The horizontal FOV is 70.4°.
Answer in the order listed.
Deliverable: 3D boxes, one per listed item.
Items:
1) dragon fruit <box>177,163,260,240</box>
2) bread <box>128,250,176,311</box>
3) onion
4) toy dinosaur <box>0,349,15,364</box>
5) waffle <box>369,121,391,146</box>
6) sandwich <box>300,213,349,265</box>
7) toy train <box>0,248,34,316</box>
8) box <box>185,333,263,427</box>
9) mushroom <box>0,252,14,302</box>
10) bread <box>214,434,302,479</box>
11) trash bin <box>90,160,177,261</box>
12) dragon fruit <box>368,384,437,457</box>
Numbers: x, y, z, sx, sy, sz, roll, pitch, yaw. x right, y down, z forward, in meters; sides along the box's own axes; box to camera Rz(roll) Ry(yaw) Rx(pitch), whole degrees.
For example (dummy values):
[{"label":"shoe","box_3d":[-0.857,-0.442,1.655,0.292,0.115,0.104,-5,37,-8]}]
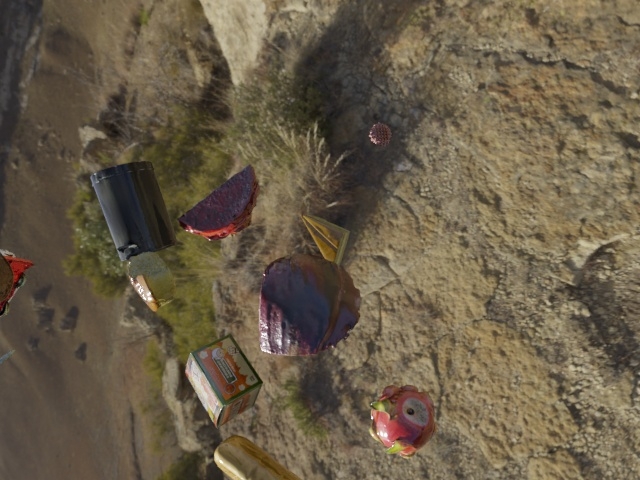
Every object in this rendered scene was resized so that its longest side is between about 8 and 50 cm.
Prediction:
[{"label":"dragon fruit","box_3d":[-0.300,-0.086,1.574,0.317,0.205,0.152,-40,73,-4]},{"label":"bread","box_3d":[-0.405,0.104,1.095,0.156,0.086,0.125,26,134,49]},{"label":"onion","box_3d":[-0.037,0.139,1.216,0.280,0.146,0.314,-6,50,13]},{"label":"toy dinosaur","box_3d":[-0.487,0.212,0.577,0.142,0.057,0.212,18,55,37]},{"label":"waffle","box_3d":[0.206,-0.366,1.564,0.075,0.083,0.029,-63,18,-10]},{"label":"sandwich","box_3d":[0.000,0.000,1.653,0.187,0.117,0.144,24,98,15]},{"label":"toy train","box_3d":[-0.846,0.118,1.164,0.131,0.083,0.204,32,89,24]},{"label":"box","box_3d":[-0.299,0.430,1.389,0.195,0.148,0.177,50,141,25]},{"label":"mushroom","box_3d":[-0.517,0.048,0.664,0.052,0.123,0.123,-43,56,34]},{"label":"bread","box_3d":[-0.121,0.574,1.080,0.305,0.091,0.142,26,136,25]},{"label":"trash bin","box_3d":[-0.629,-0.099,1.553,0.202,0.252,0.302,-16,95,16]},{"label":"dragon fruit","box_3d":[0.266,0.589,1.491,0.224,0.224,0.227,63,140,31]}]
